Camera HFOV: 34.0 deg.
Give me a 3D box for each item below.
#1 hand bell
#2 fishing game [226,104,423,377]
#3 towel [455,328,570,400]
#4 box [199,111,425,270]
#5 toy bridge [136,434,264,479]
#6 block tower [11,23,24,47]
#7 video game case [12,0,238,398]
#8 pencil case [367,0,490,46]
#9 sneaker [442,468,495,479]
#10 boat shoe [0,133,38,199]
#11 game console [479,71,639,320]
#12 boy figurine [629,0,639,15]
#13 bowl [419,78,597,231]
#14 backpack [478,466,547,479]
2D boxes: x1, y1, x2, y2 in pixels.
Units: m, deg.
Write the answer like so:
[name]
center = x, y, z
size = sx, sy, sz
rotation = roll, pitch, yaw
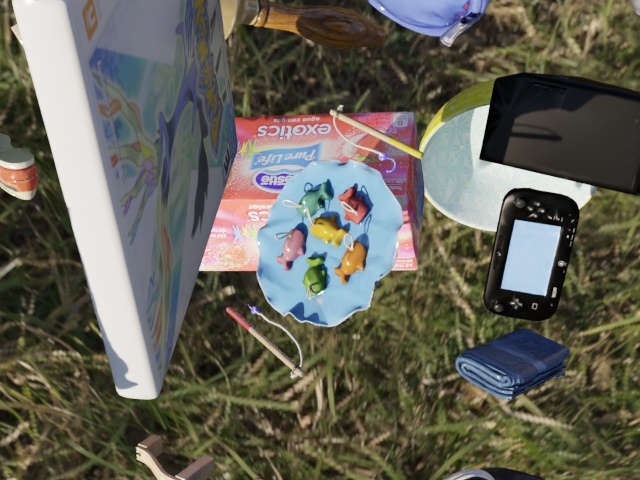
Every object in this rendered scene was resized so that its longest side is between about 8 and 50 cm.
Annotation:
[hand bell]
center = -0.050, -0.215, 0.991
size = 0.242, 0.126, 0.126
rotation = 6, 68, -25
[fishing game]
center = 0.000, 0.000, 1.080
size = 0.189, 0.041, 0.264
rotation = 37, 100, 39
[towel]
center = 0.180, 0.115, 0.979
size = 0.067, 0.119, 0.029
rotation = 26, 115, 34
[box]
center = -0.025, -0.058, 1.326
size = 0.300, 0.154, 0.142
rotation = 0, 53, 11
[toy bridge]
center = -0.155, 0.290, 1.290
size = 0.188, 0.026, 0.063
rotation = 15, 25, 30
[block tower]
center = -0.338, -0.403, 1.722
size = 0.335, 0.091, 0.097
rotation = -26, 108, 12
[video game case]
center = -0.116, -0.105, 0.748
size = 0.036, 0.329, 0.300
rotation = 4, 44, 7
[pencil case]
center = 0.133, -0.278, 0.738
size = 0.119, 0.133, 0.306
rotation = 49, 67, -26
[sneaker]
center = 0.104, 0.325, 0.985
size = 0.079, 0.121, 0.217
rotation = 38, 100, -20
[boat shoe]
center = -0.340, -0.082, 1.114
size = 0.049, 0.043, 0.137
rotation = -23, 33, -34
[game console]
center = 0.310, -0.045, 1.397
size = 0.213, 0.361, 0.044
rotation = 14, 30, 14
[boy figurine]
center = 0.284, -0.082, 0.657
size = 0.092, 0.177, 0.285
rotation = -2, 57, -14
[bowl]
center = 0.302, -0.165, 1.681
size = 0.289, 0.289, 0.156
rotation = 7, 50, 3
[backpack]
center = 0.112, 0.438, 1.209
size = 0.273, 0.290, 0.355
rotation = 31, 51, 6
